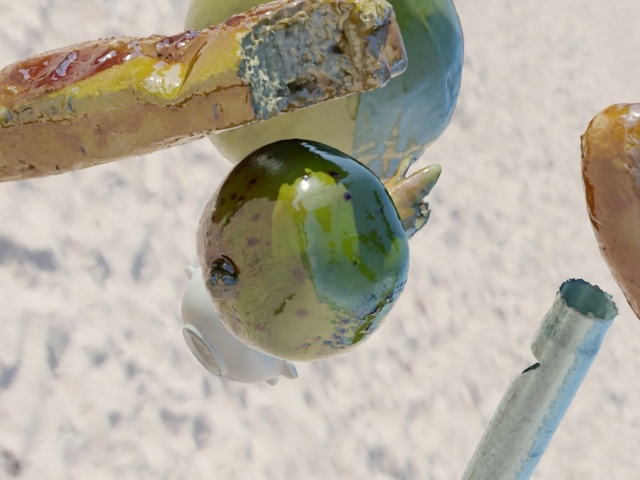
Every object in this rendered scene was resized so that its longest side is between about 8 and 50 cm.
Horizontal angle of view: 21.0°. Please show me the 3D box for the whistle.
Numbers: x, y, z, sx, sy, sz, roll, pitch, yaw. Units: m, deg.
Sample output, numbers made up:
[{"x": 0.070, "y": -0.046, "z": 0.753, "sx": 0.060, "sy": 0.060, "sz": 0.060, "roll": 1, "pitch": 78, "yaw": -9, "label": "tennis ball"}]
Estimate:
[{"x": 0.189, "y": 0.172, "z": 1.610, "sx": 0.062, "sy": 0.312, "sz": 0.062, "roll": 15, "pitch": 32, "yaw": -10, "label": "whistle"}]

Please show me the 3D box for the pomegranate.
[{"x": 0.002, "y": -0.011, "z": 1.528, "sx": 0.198, "sy": 0.246, "sz": 0.198, "roll": 44, "pitch": -10, "yaw": 10, "label": "pomegranate"}]

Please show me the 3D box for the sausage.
[{"x": 0.287, "y": 0.030, "z": 1.344, "sx": 0.302, "sy": 0.103, "sz": 0.076, "roll": 53, "pitch": -23, "yaw": -19, "label": "sausage"}]

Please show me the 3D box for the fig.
[{"x": 0.004, "y": -0.226, "z": 1.919, "sx": 0.343, "sy": 0.343, "sz": 0.343, "roll": 58, "pitch": 16, "yaw": -27, "label": "fig"}]

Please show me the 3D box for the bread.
[{"x": -0.120, "y": -0.138, "z": 1.496, "sx": 0.185, "sy": 0.380, "sz": 0.109, "roll": -29, "pitch": 108, "yaw": -64, "label": "bread"}]

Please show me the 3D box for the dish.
[{"x": -0.144, "y": 0.152, "z": 2.583, "sx": 0.236, "sy": 0.086, "sz": 0.228, "roll": 31, "pitch": -29, "yaw": 44, "label": "dish"}]
